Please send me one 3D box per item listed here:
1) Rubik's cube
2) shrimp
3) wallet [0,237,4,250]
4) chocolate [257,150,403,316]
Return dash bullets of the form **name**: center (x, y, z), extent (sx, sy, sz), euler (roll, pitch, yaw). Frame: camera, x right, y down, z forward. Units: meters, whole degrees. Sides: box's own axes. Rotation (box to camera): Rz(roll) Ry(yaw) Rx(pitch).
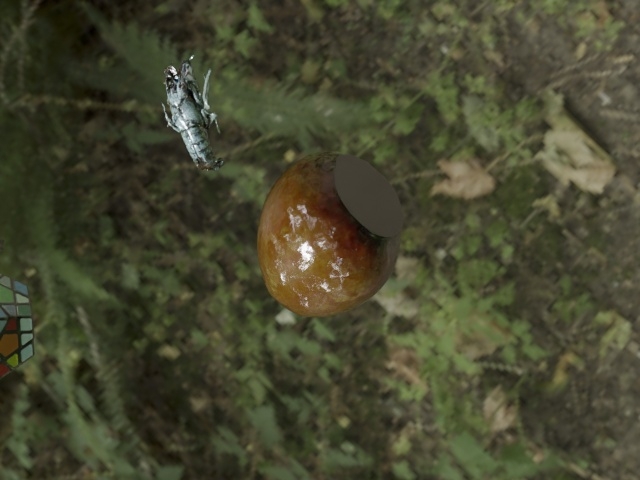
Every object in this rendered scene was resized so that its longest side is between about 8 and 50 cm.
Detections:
- **Rubik's cube**: center (-0.379, 0.097, 1.480), extent (0.133, 0.112, 0.133), euler (13, 147, 9)
- **shrimp**: center (-0.178, -0.177, 1.904), extent (0.082, 0.076, 0.174), euler (-14, 109, 13)
- **wallet**: center (-0.622, -0.019, 2.129), extent (0.169, 0.052, 0.245), euler (10, 173, 9)
- **chocolate**: center (0.000, 0.000, 1.370), extent (0.177, 0.177, 0.176), euler (25, 137, 26)
